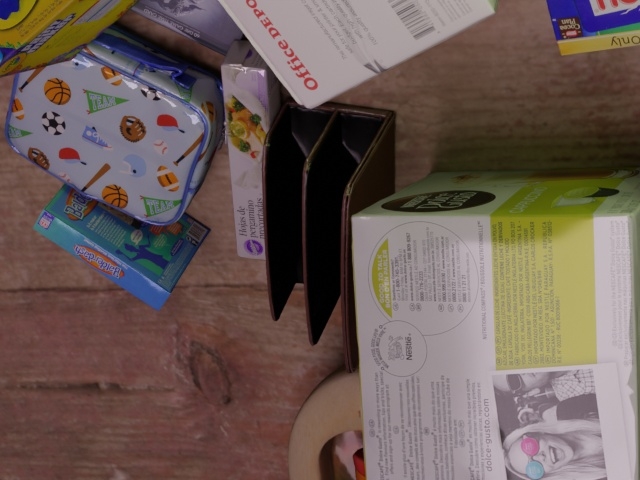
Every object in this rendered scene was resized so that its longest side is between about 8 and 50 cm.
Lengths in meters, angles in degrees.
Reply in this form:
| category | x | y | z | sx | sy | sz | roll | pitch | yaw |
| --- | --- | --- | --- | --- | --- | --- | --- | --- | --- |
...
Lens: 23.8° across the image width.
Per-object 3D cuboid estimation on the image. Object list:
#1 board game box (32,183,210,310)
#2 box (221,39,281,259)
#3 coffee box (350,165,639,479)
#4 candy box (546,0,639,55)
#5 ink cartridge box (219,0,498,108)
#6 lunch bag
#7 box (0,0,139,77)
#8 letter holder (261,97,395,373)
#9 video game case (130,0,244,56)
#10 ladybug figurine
| category | x | y | z | sx | sy | sz | roll | pitch | yaw |
| --- | --- | --- | --- | --- | --- | --- | --- | --- | --- |
| board game box | -0.278 | -0.016 | 2.149 | 0.210 | 0.160 | 0.047 | 35 | 129 | -5 |
| box | -0.086 | -0.116 | 2.050 | 0.063 | 0.067 | 0.324 | 8 | 132 | 13 |
| coffee box | 0.248 | 0.100 | 1.854 | 0.334 | 0.337 | 0.338 | 0 | 101 | 21 |
| candy box | 0.361 | -0.379 | 1.667 | 0.268 | 0.122 | 0.317 | -6 | 122 | 24 |
| ink cartridge box | 0.046 | -0.315 | 1.821 | 0.283 | 0.117 | 0.207 | -25 | 117 | 29 |
| lunch bag | -0.271 | -0.171 | 2.067 | 0.303 | 0.115 | 0.243 | 25 | 127 | 4 |
| box | -0.340 | -0.393 | 1.837 | 0.290 | 0.177 | 0.279 | -33 | 86 | 35 |
| letter holder | 0.000 | 0.000 | 2.018 | 0.152 | 0.214 | 0.302 | 9 | 127 | 15 |
| video game case | -0.155 | -0.381 | 1.926 | 0.196 | 0.026 | 0.274 | 26 | 128 | 2 |
| ladybug figurine | 0.111 | 0.340 | 2.255 | 0.305 | 0.162 | 0.449 | 8 | 126 | 15 |
